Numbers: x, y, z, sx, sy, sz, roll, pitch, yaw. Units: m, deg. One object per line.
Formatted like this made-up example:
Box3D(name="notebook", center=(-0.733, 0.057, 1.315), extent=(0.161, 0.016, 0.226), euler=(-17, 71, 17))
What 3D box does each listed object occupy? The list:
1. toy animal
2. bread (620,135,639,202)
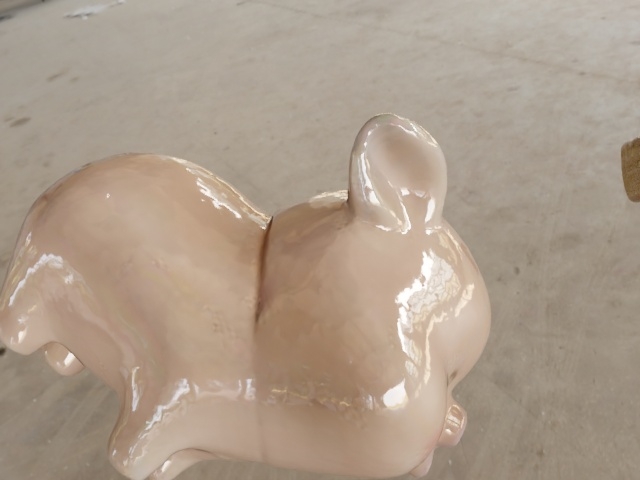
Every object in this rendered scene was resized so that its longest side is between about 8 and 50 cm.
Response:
Box3D(name="toy animal", center=(-0.045, 0.044, 0.448), extent=(0.326, 0.237, 0.269), euler=(37, 78, 11))
Box3D(name="bread", center=(0.579, -0.127, 1.094), extent=(0.077, 0.115, 0.200), euler=(-2, -2, 8))
